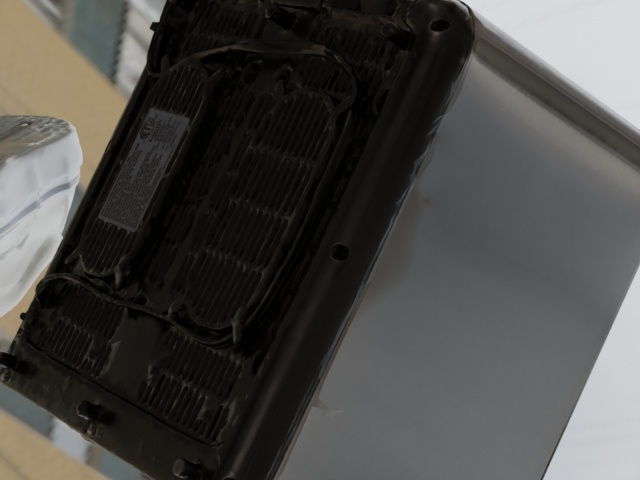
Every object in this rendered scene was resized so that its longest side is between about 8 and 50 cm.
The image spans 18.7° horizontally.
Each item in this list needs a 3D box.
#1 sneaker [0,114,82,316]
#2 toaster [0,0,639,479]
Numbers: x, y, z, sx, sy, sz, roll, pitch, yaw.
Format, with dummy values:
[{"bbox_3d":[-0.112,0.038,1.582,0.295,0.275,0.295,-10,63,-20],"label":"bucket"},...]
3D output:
[{"bbox_3d":[-0.183,0.005,0.960,0.094,0.258,0.091,5,-74,19],"label":"sneaker"},{"bbox_3d":[0.000,0.000,0.610,0.168,0.110,0.185,18,-98,56],"label":"toaster"}]
